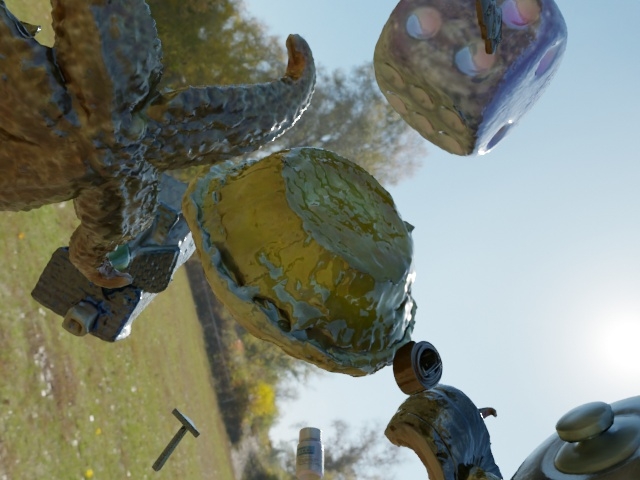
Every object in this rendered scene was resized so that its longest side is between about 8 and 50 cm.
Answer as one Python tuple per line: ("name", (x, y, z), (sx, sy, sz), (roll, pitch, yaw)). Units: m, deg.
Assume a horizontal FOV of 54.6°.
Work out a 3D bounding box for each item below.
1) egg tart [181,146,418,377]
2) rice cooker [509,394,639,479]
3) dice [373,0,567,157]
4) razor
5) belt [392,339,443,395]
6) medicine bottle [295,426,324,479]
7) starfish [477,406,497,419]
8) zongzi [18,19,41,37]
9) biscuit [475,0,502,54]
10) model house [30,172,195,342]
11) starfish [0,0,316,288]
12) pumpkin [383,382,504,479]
("egg tart", (0.000, 0.000, 0.846), (0.169, 0.387, 0.388), (-48, -133, 31))
("rice cooker", (0.320, 0.290, 0.581), (0.317, 0.264, 0.317), (59, -6, 10))
("dice", (0.282, -0.343, 1.189), (0.270, 0.271, 0.270), (42, -5, 20))
("razor", (-0.271, 0.376, 1.148), (0.066, 0.033, 0.190), (42, -54, 10))
("belt", (0.121, 0.154, 0.761), (0.083, 0.036, 0.059), (-22, 83, -59))
("medicine bottle", (-0.020, 0.400, 1.163), (0.052, 0.052, 0.089), (89, 2, -48))
("starfish", (0.333, 0.493, 1.276), (0.312, 0.112, 0.304), (44, 35, -53))
("zongzi", (-0.501, -0.273, 0.930), (0.247, 0.240, 0.111), (-147, -126, -84))
("biscuit", (0.251, -0.325, 0.914), (0.092, 0.016, 0.082), (40, 62, -50))
("model house", (-0.396, 0.035, 1.188), (0.298, 0.243, 0.284), (-59, -175, 41))
("starfish", (-0.147, -0.079, 0.397), (0.094, 0.326, 0.375), (66, -32, 33))
("pumpkin", (0.223, 0.353, 1.033), (0.248, 0.130, 0.126), (45, -45, 26))
